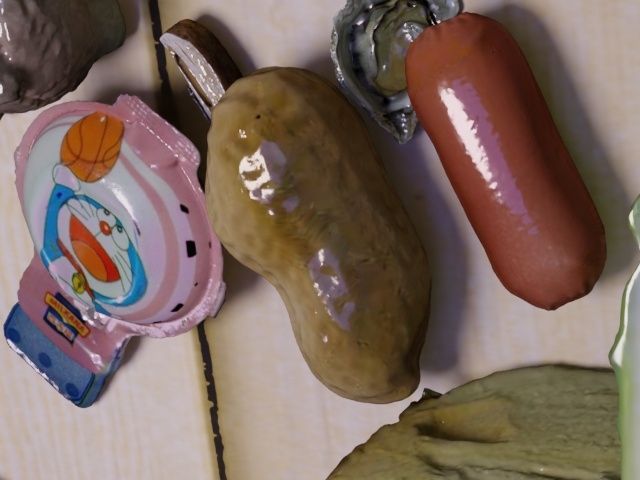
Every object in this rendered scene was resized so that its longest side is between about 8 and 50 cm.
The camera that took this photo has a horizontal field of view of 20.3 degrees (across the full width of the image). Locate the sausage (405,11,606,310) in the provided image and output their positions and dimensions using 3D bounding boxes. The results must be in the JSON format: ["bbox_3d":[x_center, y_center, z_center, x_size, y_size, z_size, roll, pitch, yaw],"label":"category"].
[{"bbox_3d":[0.116,-0.048,1.104,0.077,0.077,0.194,-24,97,31],"label":"sausage"}]

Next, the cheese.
[{"bbox_3d":[-0.155,0.011,1.258,0.189,0.074,0.286,43,133,11],"label":"cheese"}]

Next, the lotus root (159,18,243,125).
[{"bbox_3d":[-0.070,-0.112,1.192,0.030,0.037,0.083,-33,87,38],"label":"lotus root"}]

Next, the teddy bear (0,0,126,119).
[{"bbox_3d":[-0.273,-0.166,1.209,0.267,0.151,0.236,13,140,32],"label":"teddy bear"}]

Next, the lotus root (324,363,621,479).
[{"bbox_3d":[0.125,0.204,1.085,0.260,0.267,0.149,1,118,35],"label":"lotus root"}]

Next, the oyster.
[{"bbox_3d":[0.051,-0.128,1.138,0.098,0.037,0.100,40,100,-12],"label":"oyster"}]

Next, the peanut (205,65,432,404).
[{"bbox_3d":[0.000,0.000,1.158,0.120,0.110,0.236,-25,102,-12],"label":"peanut"}]

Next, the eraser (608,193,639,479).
[{"bbox_3d":[0.239,0.029,0.952,0.092,0.274,0.210,6,109,26],"label":"eraser"}]
